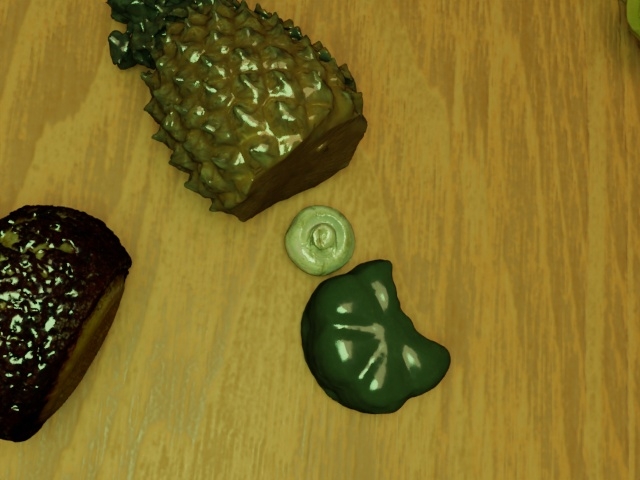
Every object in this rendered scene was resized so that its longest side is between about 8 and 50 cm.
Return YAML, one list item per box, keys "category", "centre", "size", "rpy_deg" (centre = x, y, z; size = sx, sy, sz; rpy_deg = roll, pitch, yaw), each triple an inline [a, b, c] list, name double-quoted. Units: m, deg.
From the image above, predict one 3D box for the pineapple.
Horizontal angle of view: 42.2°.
- category: "pineapple"
  centre: [-0.123, -0.206, 0.932]
  size: [0.223, 0.223, 0.357]
  rpy_deg: [-34, 75, -15]

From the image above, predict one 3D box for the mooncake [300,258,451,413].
- category: "mooncake"
  centre: [0.065, 0.108, 0.938]
  size: [0.175, 0.104, 0.168]
  rpy_deg: [28, 69, -7]

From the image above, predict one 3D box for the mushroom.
- category: "mushroom"
  centre: [0.000, 0.000, 0.965]
  size: [0.084, 0.067, 0.083]
  rpy_deg: [1, 85, -11]

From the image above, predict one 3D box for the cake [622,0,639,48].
- category: "cake"
  centre: [0.471, -0.398, 1.059]
  size: [0.286, 0.222, 0.227]
  rpy_deg: [-42, 87, -15]

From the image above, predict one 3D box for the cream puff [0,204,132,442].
- category: "cream puff"
  centre: [-0.294, 0.070, 0.809]
  size: [0.165, 0.239, 0.239]
  rpy_deg: [28, 74, -6]
